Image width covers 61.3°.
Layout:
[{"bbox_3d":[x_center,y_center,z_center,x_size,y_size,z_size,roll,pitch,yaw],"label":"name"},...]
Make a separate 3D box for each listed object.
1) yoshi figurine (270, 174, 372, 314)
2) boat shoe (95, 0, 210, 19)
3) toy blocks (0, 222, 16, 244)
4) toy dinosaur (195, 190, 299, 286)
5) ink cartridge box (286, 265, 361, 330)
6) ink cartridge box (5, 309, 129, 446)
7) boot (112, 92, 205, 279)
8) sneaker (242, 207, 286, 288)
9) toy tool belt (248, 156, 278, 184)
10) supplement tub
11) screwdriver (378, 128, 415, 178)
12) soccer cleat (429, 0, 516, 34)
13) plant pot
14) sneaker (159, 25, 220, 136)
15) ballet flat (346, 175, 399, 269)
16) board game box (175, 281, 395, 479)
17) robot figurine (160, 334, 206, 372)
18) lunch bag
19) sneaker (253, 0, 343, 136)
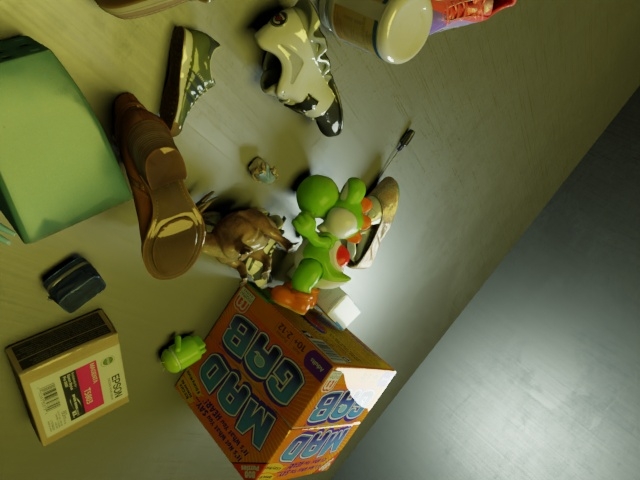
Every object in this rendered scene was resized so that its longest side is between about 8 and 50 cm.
[{"bbox_3d":[-0.023,-0.013,1.358,0.203,0.203,0.362,22,97,-40],"label":"yoshi figurine"},{"bbox_3d":[-0.180,-0.419,0.833,0.341,0.122,0.110,-29,167,-10],"label":"boat shoe"},{"bbox_3d":[-0.536,-0.009,0.780,0.148,0.054,0.123,32,96,-17],"label":"toy blocks"},{"bbox_3d":[-0.176,-0.021,1.147,0.295,0.200,0.127,-14,149,-49],"label":"toy dinosaur"},{"bbox_3d":[0.009,0.146,1.520,0.082,0.190,0.140,-46,146,-7],"label":"ink cartridge box"},{"bbox_3d":[-0.513,0.284,1.119,0.193,0.088,0.235,-24,136,-34],"label":"ink cartridge box"},{"bbox_3d":[-0.292,-0.092,0.921,0.109,0.220,0.284,-21,135,-22],"label":"boot"},{"bbox_3d":[-0.132,0.010,1.311,0.153,0.094,0.235,-36,134,-8],"label":"sneaker"},{"bbox_3d":[-0.121,-0.149,1.217,0.052,0.051,0.083,-53,147,1],"label":"toy tool belt"},{"bbox_3d":[0.106,-0.451,1.075,0.144,0.199,0.144,-31,141,-28],"label":"supplement tub"},{"bbox_3d":[0.216,-0.250,1.563,0.170,0.025,0.024,-51,148,14],"label":"screwdriver"},{"bbox_3d":[0.351,-0.576,1.326,0.318,0.116,0.109,-32,142,-28],"label":"soccer cleat"},{"bbox_3d":[-0.411,-0.154,0.774,0.165,0.165,0.234,-31,135,-29],"label":"plant pot"},{"bbox_3d":[-0.226,-0.275,0.962,0.086,0.064,0.192,-6,122,-41],"label":"sneaker"},{"bbox_3d":[0.143,-0.040,1.591,0.106,0.107,0.316,-9,126,-37],"label":"ballet flat"},{"bbox_3d":[-0.089,0.378,1.467,0.356,0.356,0.356,-57,146,6],"label":"board game box"},{"bbox_3d":[-0.342,0.282,1.338,0.115,0.067,0.101,-30,149,-29],"label":"robot figurine"},{"bbox_3d":[-0.465,0.083,1.012,0.098,0.065,0.067,-39,160,-21],"label":"lunch bag"},{"bbox_3d":[-0.048,-0.323,1.109,0.146,0.123,0.331,-29,144,-3],"label":"sneaker"}]
